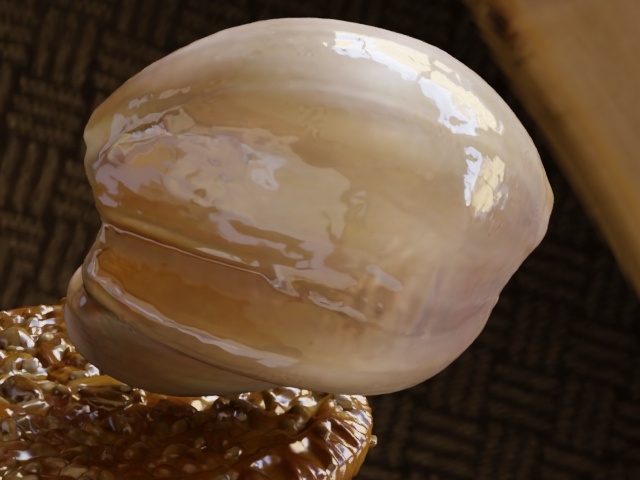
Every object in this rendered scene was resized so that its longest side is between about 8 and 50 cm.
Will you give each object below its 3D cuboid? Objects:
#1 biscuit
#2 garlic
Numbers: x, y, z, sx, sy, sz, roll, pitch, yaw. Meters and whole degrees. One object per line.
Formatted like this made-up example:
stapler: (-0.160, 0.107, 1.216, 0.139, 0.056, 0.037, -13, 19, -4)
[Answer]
biscuit: (-0.124, 0.084, 1.002, 0.305, 0.305, 0.038, -2, 107, -11)
garlic: (0.000, 0.000, 0.902, 0.228, 0.217, 0.110, 0, 44, -9)
